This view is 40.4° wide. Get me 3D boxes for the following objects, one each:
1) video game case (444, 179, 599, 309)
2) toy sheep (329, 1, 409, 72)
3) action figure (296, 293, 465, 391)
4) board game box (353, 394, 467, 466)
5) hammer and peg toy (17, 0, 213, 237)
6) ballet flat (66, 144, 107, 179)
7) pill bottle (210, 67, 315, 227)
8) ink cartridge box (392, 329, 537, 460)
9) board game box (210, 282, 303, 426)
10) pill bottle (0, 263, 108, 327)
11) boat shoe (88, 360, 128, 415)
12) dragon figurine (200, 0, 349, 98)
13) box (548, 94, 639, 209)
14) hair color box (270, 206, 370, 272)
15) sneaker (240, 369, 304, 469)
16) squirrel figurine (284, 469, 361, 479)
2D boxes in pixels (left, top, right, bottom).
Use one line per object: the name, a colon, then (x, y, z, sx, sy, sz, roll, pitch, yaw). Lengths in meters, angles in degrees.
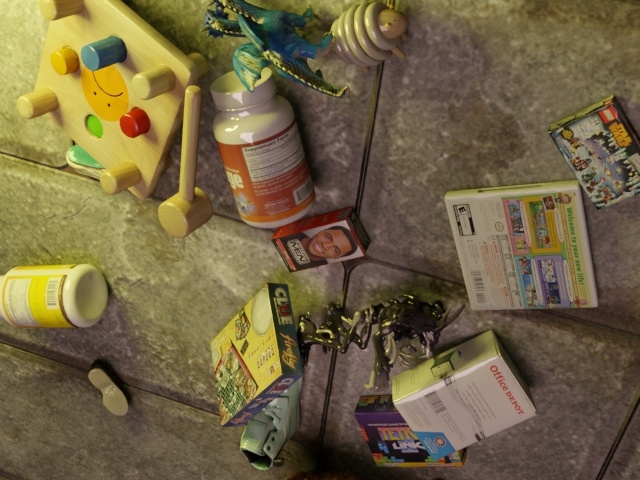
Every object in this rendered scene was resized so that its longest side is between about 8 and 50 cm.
video game case: (0.299, 0.013, 1.287, 0.193, 0.023, 0.212, -4, 122, 25)
toy sheep: (0.059, -0.267, 1.141, 0.132, 0.091, 0.091, -17, 116, 37)
action figure: (0.103, 0.158, 1.390, 0.276, 0.164, 0.141, -7, 94, 35)
board game box: (0.163, 0.344, 1.570, 0.170, 0.048, 0.141, -8, 122, 27)
hammer and peg toy: (-0.261, -0.193, 1.245, 0.361, 0.127, 0.266, 40, 131, 13)
ballet flat: (-0.340, -0.117, 1.442, 0.168, 0.057, 0.052, 21, 157, 11)
pill bottle: (-0.087, -0.136, 1.270, 0.121, 0.121, 0.216, -1, 123, 23)
ink cartridge box: (0.233, 0.254, 1.420, 0.191, 0.082, 0.139, -29, 111, 14)
board game box: (-0.114, 0.200, 1.488, 0.042, 0.165, 0.243, 6, 148, -30)
pill bottle: (-0.514, 0.105, 1.623, 0.215, 0.117, 0.117, -2, 123, 24)
boat shoe: (-0.432, 0.304, 1.788, 0.049, 0.042, 0.133, -22, 118, 5)
dragon figurine: (-0.066, -0.247, 1.130, 0.144, 0.289, 0.085, -5, 135, -22)
box: (0.379, -0.115, 1.157, 0.094, 0.027, 0.137, -26, 111, 34)
hair color box: (0.000, 0.000, 1.385, 0.141, 0.043, 0.072, -15, 117, 30)
sneaker: (-0.095, 0.301, 1.576, 0.094, 0.151, 0.256, 7, 125, 20)
squirrel figurine: (0.074, 0.552, 1.602, 0.397, 0.370, 0.281, 42, 136, 27)
